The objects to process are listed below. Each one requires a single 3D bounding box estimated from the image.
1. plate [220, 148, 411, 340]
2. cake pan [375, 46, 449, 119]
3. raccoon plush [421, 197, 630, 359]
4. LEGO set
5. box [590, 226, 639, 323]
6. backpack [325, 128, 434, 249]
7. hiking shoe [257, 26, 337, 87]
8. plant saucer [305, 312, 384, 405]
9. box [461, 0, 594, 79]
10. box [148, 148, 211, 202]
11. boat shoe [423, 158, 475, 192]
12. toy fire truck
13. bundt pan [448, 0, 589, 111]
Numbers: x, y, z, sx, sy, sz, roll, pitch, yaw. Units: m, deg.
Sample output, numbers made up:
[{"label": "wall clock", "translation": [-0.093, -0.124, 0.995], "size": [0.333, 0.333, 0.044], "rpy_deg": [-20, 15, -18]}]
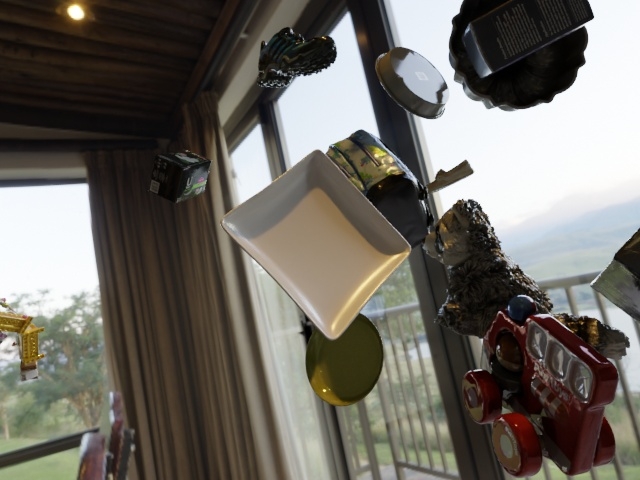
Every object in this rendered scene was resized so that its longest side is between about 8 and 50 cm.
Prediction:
[{"label": "plate", "translation": [0.000, 0.000, 0.884], "size": [0.277, 0.278, 0.045], "rpy_deg": [-43, -1, -36]}, {"label": "cake pan", "translation": [0.318, -0.534, 1.621], "size": [0.293, 0.293, 0.054], "rpy_deg": [-6, -25, -37]}, {"label": "raccoon plush", "translation": [0.451, 0.067, 1.098], "size": [0.446, 0.299, 0.216], "rpy_deg": [8, 4, 8]}, {"label": "LEGO set", "translation": [-0.734, 0.211, 1.129], "size": [0.132, 0.107, 0.287], "rpy_deg": [-48, -31, -22]}, {"label": "box", "translation": [0.709, 0.105, 0.866], "size": [0.179, 0.343, 0.312], "rpy_deg": [-48, -25, 5]}, {"label": "backpack", "translation": [0.135, -0.157, 1.373], "size": [0.273, 0.355, 0.290], "rpy_deg": [-21, -38, 9]}, {"label": "hiking shoe", "translation": [-0.076, -0.482, 1.232], "size": [0.113, 0.132, 0.304], "rpy_deg": [-11, 8, -39]}, {"label": "plant saucer", "translation": [0.066, 0.301, 1.250], "size": [0.241, 0.241, 0.037], "rpy_deg": [-17, -28, 33]}, {"label": "box", "translation": [0.408, -0.430, 0.984], "size": [0.207, 0.108, 0.153], "rpy_deg": [-26, 7, 16]}, {"label": "box", "translation": [-0.219, -0.102, 0.761], "size": [0.052, 0.062, 0.083], "rpy_deg": [25, 23, 10]}, {"label": "boat shoe", "translation": [0.379, -0.193, 1.477], "size": [0.170, 0.059, 0.063], "rpy_deg": [-25, -7, 12]}, {"label": "toy fire truck", "translation": [0.377, 0.239, 0.847], "size": [0.169, 0.254, 0.302], "rpy_deg": [-3, 21, -9]}, {"label": "bundt pan", "translation": [0.467, -0.466, 1.200], "size": [0.330, 0.331, 0.124], "rpy_deg": [-12, -4, 0]}]
